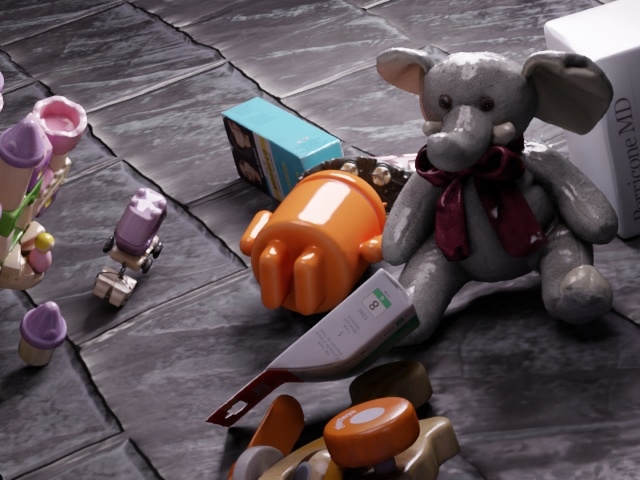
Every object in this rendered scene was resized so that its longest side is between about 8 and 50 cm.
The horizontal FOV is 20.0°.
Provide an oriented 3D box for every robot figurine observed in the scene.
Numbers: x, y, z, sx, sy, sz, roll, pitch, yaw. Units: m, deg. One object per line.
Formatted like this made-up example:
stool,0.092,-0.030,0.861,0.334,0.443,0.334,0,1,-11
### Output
robot figurine,0.002,0.001,2.088,0.158,0.128,0.219,-31,14,35

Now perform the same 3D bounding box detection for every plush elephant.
plush elephant,0.176,-0.083,1.936,0.272,0.255,0.330,-5,38,27

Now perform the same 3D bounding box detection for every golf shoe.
golf shoe,0.109,-0.059,2.216,0.273,0.105,0.120,-2,10,15

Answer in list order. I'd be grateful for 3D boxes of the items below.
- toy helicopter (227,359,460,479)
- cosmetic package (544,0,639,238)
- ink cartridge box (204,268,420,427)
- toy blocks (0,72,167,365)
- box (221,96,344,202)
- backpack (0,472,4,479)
toy helicopter,0.021,0.199,1.709,0.235,0.140,0.355,-16,13,19
cosmetic package,0.509,-0.193,2.093,0.453,0.230,0.161,-18,26,-6
ink cartridge box,-0.002,0.126,1.799,0.224,0.056,0.181,-42,-10,-2
toy blocks,-0.338,-0.058,2.097,0.309,0.260,0.288,28,45,1
box,-0.043,-0.106,2.363,0.060,0.100,0.244,-25,26,-19
backpack,-0.342,0.265,1.656,0.115,0.182,0.152,3,31,33
